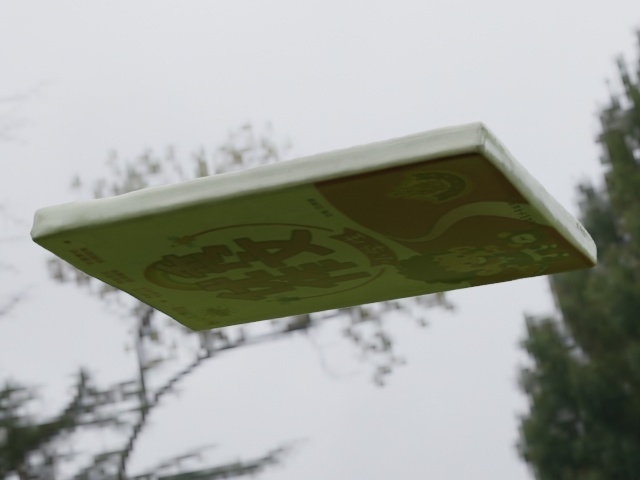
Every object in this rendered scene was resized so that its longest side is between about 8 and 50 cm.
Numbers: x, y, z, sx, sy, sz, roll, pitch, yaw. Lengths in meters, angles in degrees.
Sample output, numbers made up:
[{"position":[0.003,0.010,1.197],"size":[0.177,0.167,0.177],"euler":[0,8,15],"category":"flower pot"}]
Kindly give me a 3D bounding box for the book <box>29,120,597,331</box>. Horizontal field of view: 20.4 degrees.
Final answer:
[{"position":[0.000,0.000,0.867],"size":[0.232,0.022,0.162],"euler":[-11,-25,23],"category":"book"}]
